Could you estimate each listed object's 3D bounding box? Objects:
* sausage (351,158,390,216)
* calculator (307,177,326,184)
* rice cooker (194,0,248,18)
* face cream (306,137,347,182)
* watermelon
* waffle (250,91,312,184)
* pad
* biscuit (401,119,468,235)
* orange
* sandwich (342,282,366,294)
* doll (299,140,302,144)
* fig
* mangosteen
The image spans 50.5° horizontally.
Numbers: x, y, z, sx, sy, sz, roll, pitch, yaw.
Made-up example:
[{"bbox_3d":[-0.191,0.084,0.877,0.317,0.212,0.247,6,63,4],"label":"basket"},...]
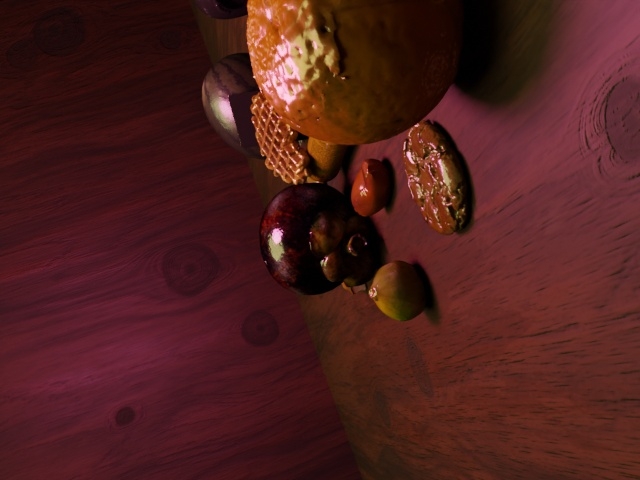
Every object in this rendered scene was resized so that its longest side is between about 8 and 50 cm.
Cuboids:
[{"bbox_3d":[0.116,-0.121,1.551,0.179,0.089,0.089,99,151,-60],"label":"sausage"},{"bbox_3d":[0.003,-0.133,2.192,0.157,0.033,0.236,-153,44,-73],"label":"calculator"},{"bbox_3d":[-0.273,-0.776,1.937,0.267,0.267,0.224,85,162,-50],"label":"rice cooker"},{"bbox_3d":[0.022,-0.253,1.716,0.348,0.105,0.105,112,138,-74],"label":"face cream"},{"bbox_3d":[-0.189,-0.392,2.034,0.359,0.279,0.279,44,175,-13],"label":"watermelon"},{"bbox_3d":[-0.108,-0.275,1.799,0.249,0.056,0.253,36,142,46],"label":"waffle"},{"bbox_3d":[-0.113,-0.347,1.881,0.009,0.265,0.159,-71,-28,-60],"label":"pad"},{"bbox_3d":[0.202,-0.111,1.232,0.226,0.042,0.225,161,90,-80],"label":"biscuit"},{"bbox_3d":[0.055,-0.308,0.988,0.341,0.293,0.340,174,90,-66],"label":"orange"},{"bbox_3d":[0.072,0.061,2.105,0.162,0.058,0.192,-155,45,-76],"label":"sandwich"},{"bbox_3d":[-0.085,-0.372,2.242,0.037,0.027,0.125,118,133,-65],"label":"doll"},{"bbox_3d":[0.178,0.113,1.539,0.153,0.121,0.136,50,180,-41],"label":"fig"},{"bbox_3d":[-0.012,-0.002,1.860,0.330,0.330,0.330,162,90,-79],"label":"mangosteen"}]
